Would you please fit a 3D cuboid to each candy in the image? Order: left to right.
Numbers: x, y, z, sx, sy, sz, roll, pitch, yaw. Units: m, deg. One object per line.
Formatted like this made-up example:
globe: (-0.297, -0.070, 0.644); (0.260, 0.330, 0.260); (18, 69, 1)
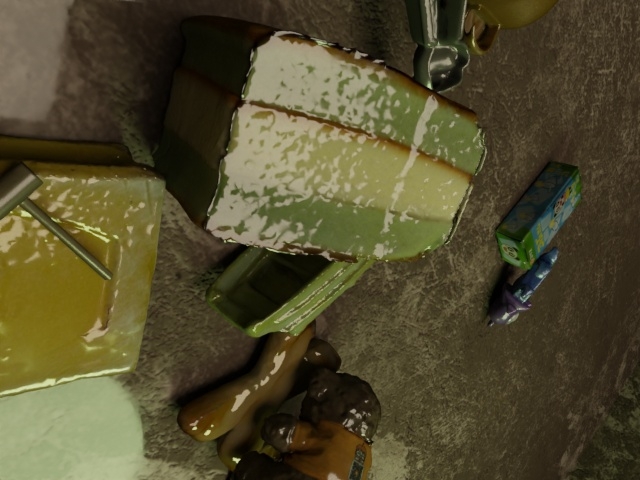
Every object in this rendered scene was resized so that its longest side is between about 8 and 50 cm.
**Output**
candy: (0.417, -0.049, 1.026); (0.194, 0.062, 0.097); (-48, 138, -14)

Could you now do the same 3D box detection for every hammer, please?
hammer: (-0.180, -0.004, 0.374); (0.035, 0.019, 0.110); (-47, 141, -16)

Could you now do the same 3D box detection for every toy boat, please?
toy boat: (0.002, 0.003, 0.612); (0.276, 0.111, 0.084); (-46, 141, -20)

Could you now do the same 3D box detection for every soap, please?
soap: (-0.276, 0.023, 0.369); (0.315, 0.091, 0.199); (-2, 111, -45)

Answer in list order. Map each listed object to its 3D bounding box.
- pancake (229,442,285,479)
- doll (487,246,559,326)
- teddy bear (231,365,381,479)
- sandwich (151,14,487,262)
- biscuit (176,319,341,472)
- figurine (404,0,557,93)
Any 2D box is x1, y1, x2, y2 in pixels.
pancake: (-0.070, 0.345, 0.790); (0.158, 0.028, 0.158); (-20, 124, -33)
doll: (0.394, 0.095, 1.059); (0.206, 0.067, 0.110); (-56, 169, 22)
teddy bear: (0.008, 0.258, 0.677); (0.177, 0.140, 0.190); (36, 64, -32)
sandwich: (-0.012, -0.088, 0.481); (0.227, 0.198, 0.155); (11, 105, -33)
biscuit: (-0.068, 0.187, 0.691); (0.208, 0.047, 0.164); (-44, 134, -19)
figurine: (0.161, -0.326, 0.549); (0.284, 0.167, 0.342); (19, 118, -40)
